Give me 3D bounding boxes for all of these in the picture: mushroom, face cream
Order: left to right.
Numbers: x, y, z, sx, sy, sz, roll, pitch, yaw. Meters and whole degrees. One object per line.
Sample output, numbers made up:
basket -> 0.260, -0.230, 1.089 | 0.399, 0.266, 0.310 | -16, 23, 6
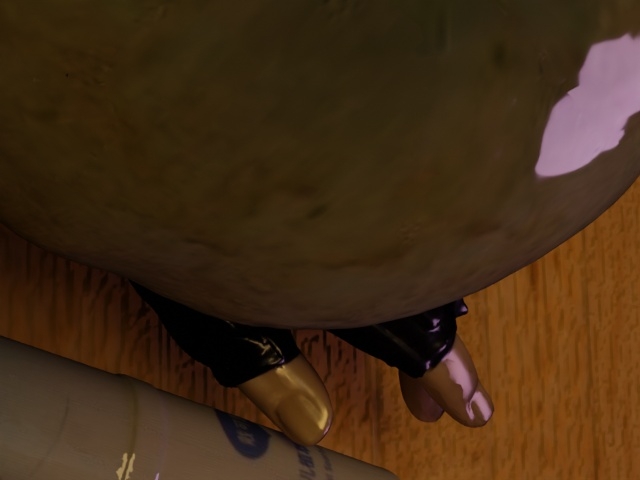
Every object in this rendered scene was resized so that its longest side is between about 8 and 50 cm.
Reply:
face cream -> -0.087, 0.091, 0.760 | 0.250, 0.077, 0.077 | 21, 68, -26
mushroom -> -0.011, -0.145, 0.640 | 0.352, 0.260, 0.352 | -2, 95, -24

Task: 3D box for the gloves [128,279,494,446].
gloves -> 0.000, 0.000, 0.810 | 0.203, 0.124, 0.164 | 35, 57, 0
